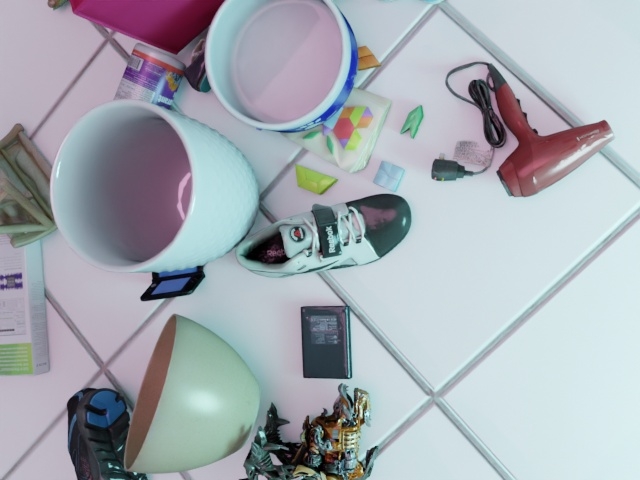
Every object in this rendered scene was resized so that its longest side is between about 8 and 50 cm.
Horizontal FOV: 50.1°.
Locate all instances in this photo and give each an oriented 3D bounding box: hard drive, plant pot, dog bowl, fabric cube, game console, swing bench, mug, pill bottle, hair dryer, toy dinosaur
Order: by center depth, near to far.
[{"bbox_3d":[0.332,-0.184,1.140,0.293,0.080,0.224,13,93,19],"label":"hair dryer"},{"bbox_3d":[-0.068,-0.328,1.231,0.264,0.104,0.265,1,93,16],"label":"dog bowl"},{"bbox_3d":[-0.022,0.406,1.231,0.218,0.164,0.322,22,75,3],"label":"toy dinosaur"},{"bbox_3d":[-0.302,-0.078,1.234,0.374,0.328,0.276,-6,87,20],"label":"mug"},{"bbox_3d":[-0.299,-0.544,1.243,0.258,0.254,0.259,-31,71,29],"label":"fabric cube"},{"bbox_3d":[-0.222,0.297,1.257,0.191,0.284,0.284,20,97,-17],"label":"plant pot"},{"bbox_3d":[0.011,0.190,1.280,0.094,0.022,0.135,-2,88,20],"label":"hard drive"},{"bbox_3d":[-0.300,0.061,1.371,0.122,0.107,0.071,-9,114,20],"label":"game console"},{"bbox_3d":[-0.353,-0.284,1.372,0.108,0.108,0.194,27,99,18],"label":"pill bottle"},{"bbox_3d":[-0.676,-0.130,1.403,0.165,0.254,0.253,-42,75,5],"label":"swing bench"}]

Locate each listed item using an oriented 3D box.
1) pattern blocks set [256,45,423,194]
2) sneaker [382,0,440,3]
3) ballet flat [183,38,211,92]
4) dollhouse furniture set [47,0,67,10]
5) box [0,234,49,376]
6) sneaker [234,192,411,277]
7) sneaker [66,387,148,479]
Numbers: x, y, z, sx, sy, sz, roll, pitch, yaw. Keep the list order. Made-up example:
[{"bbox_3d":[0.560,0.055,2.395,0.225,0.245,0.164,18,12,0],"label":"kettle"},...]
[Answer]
[{"bbox_3d":[0.025,-0.226,1.279,0.324,0.026,0.285,15,94,19],"label":"pattern blocks set"},{"bbox_3d":[0.144,-0.464,1.214,0.162,0.073,0.063,11,93,23],"label":"sneaker"},{"bbox_3d":[-0.202,-0.388,1.342,0.074,0.074,0.203,41,104,16],"label":"ballet flat"},{"bbox_3d":[-0.525,-0.676,1.464,0.197,0.151,0.302,-11,104,40],"label":"dollhouse furniture set"},{"bbox_3d":[-0.723,0.142,1.529,0.232,0.058,0.322,-5,86,20],"label":"box"},{"bbox_3d":[0.000,0.000,1.225,0.330,0.146,0.122,-19,81,17],"label":"sneaker"},{"bbox_3d":[-0.442,0.467,1.409,0.139,0.125,0.341,-7,90,47],"label":"sneaker"}]
